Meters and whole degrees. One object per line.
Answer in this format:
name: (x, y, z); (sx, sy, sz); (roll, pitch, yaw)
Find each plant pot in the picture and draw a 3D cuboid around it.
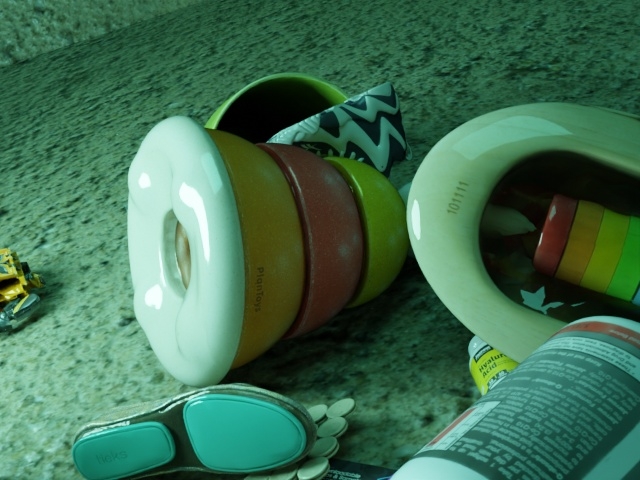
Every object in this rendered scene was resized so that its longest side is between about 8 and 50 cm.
plant pot: (-0.093, -0.121, 1.712); (0.274, 0.275, 0.293); (-24, 13, -19)

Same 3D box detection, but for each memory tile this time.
memory tile: (-0.022, 0.233, 1.205); (0.113, 0.012, 0.148); (-18, 20, 26)

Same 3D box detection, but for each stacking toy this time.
stacking toy: (0.000, 0.000, 1.455); (0.480, 0.351, 0.350); (-5, 22, -27)

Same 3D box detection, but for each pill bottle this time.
pill bottle: (0.182, 0.238, 0.922); (0.363, 0.210, 0.210); (-33, 33, -32)
pill bottle: (0.209, 0.153, 1.227); (0.065, 0.065, 0.116); (-15, 27, -2)

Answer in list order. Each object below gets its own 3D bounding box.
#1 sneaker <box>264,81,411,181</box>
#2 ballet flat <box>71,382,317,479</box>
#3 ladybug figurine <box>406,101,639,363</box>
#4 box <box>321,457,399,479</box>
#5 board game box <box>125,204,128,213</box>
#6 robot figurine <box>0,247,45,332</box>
sneaker: (0.035, -0.119, 1.555); (0.235, 0.153, 0.094); (-29, 6, -29)
ballet flat: (-0.138, 0.210, 1.224); (0.316, 0.108, 0.106); (-8, 11, 22)
ladybug figurine: (0.317, 0.014, 1.209); (0.449, 0.305, 0.162); (23, -2, 7)
box: (0.016, 0.291, 1.096); (0.116, 0.029, 0.162); (4, 34, 33)
board game box: (-0.250, -0.093, 1.941); (0.126, 0.026, 0.186); (5, 33, 33)
robot figurine: (-0.579, 0.100, 1.671); (0.291, 0.085, 0.211); (-22, 29, -14)
